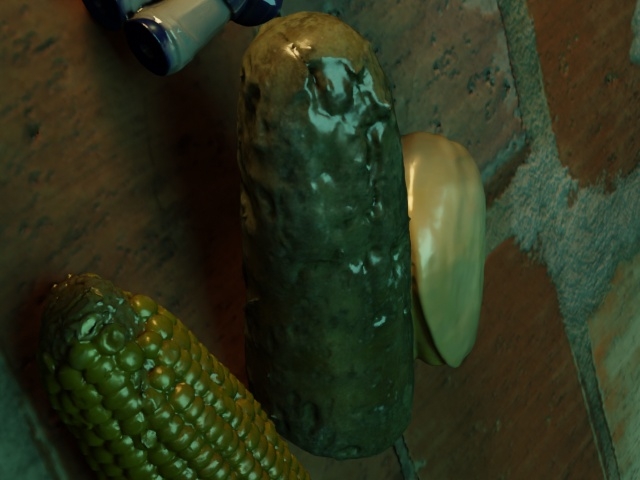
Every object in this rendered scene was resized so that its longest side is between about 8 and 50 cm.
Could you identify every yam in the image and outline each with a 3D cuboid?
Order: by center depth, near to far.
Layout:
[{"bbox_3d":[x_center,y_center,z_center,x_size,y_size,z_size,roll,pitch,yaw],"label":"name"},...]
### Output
[{"bbox_3d":[0.000,0.000,0.770,0.133,0.133,0.330,-40,139,-39],"label":"yam"}]

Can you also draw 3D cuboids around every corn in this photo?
[{"bbox_3d":[-0.084,0.152,0.747,0.119,0.119,0.321,-53,124,-31],"label":"corn"}]

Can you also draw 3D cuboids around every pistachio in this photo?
[{"bbox_3d":[0.075,0.010,0.905,0.145,0.117,0.200,-35,127,-70],"label":"pistachio"}]

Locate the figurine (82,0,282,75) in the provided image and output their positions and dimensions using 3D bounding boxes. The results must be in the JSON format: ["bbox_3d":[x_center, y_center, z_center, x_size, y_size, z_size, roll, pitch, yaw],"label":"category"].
[{"bbox_3d":[-0.033,-0.214,0.761,0.194,0.133,0.274,22,68,-4],"label":"figurine"}]
